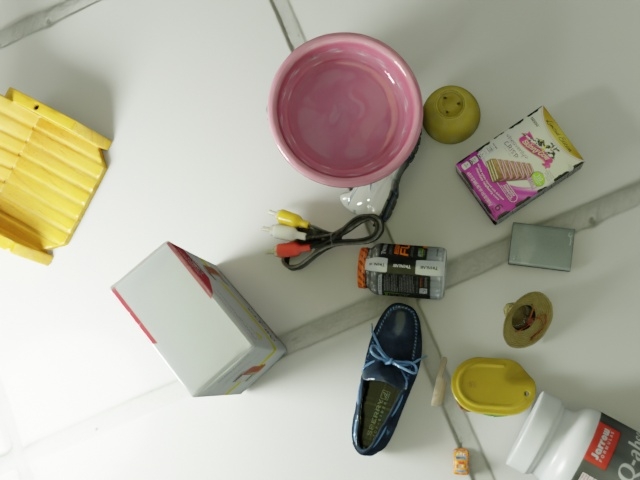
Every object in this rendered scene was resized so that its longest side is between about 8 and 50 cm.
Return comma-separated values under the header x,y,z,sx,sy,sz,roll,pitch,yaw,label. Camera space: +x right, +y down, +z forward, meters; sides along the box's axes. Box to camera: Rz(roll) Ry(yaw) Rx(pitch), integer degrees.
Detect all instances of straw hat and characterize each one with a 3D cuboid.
x,y,z,sx,sy,sz,roll,pitch,yaw,label
0.430,0.162,1.867,0.144,0.144,0.061,-53,37,0,straw hat

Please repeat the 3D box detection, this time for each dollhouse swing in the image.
x,y,z,sx,sy,sz,roll,pitch,yaw,label
-0.728,-0.170,1.987,0.315,0.305,0.347,27,87,12,dollhouse swing

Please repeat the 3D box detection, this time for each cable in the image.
x,y,z,sx,sy,sz,roll,pitch,yaw,label
0.000,0.000,1.930,0.287,0.072,0.140,1,86,30,cable

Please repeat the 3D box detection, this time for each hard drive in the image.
x,y,z,sx,sy,sz,roll,pitch,yaw,label
0.487,0.014,1.900,0.135,0.022,0.094,7,84,10,hard drive

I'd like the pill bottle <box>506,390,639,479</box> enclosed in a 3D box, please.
x,y,z,sx,sy,sz,roll,pitch,yaw,label
0.574,0.468,1.732,0.362,0.210,0.210,28,88,14,pill bottle

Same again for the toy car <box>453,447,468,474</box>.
x,y,z,sx,sy,sz,roll,pitch,yaw,label
0.340,0.492,1.858,0.122,0.040,0.060,18,86,12,toy car

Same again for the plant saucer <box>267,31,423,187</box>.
x,y,z,sx,sy,sz,roll,pitch,yaw,label
0.051,-0.274,1.851,0.332,0.084,0.332,0,86,-4,plant saucer

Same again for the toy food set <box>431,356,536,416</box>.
x,y,z,sx,sy,sz,roll,pitch,yaw,label
0.353,0.324,1.869,0.217,0.071,0.128,4,60,8,toy food set

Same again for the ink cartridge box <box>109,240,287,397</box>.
x,y,z,sx,sy,sz,roll,pitch,yaw,label
-0.241,0.175,1.822,0.160,0.385,0.279,-41,78,-1,ink cartridge box

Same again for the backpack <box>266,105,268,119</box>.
x,y,z,sx,sy,sz,roll,pitch,yaw,label
-0.012,-0.297,1.964,0.188,0.144,0.166,-37,80,-7,backpack

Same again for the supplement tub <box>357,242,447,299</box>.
x,y,z,sx,sy,sz,roll,pitch,yaw,label
0.180,0.067,1.898,0.190,0.117,0.117,4,84,9,supplement tub

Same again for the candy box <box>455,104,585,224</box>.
x,y,z,sx,sy,sz,roll,pitch,yaw,label
0.439,-0.165,1.906,0.233,0.071,0.159,-35,78,3,candy box

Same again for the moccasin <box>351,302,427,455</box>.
x,y,z,sx,sy,sz,roll,pitch,yaw,label
0.152,0.305,1.873,0.137,0.117,0.342,9,85,11,moccasin

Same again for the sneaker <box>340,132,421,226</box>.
x,y,z,sx,sy,sz,roll,pitch,yaw,label
0.140,-0.185,1.944,0.129,0.111,0.297,23,87,16,sneaker

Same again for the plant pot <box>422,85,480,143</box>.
x,y,z,sx,sy,sz,roll,pitch,yaw,label
0.291,-0.292,1.934,0.134,0.095,0.134,-1,84,10,plant pot
